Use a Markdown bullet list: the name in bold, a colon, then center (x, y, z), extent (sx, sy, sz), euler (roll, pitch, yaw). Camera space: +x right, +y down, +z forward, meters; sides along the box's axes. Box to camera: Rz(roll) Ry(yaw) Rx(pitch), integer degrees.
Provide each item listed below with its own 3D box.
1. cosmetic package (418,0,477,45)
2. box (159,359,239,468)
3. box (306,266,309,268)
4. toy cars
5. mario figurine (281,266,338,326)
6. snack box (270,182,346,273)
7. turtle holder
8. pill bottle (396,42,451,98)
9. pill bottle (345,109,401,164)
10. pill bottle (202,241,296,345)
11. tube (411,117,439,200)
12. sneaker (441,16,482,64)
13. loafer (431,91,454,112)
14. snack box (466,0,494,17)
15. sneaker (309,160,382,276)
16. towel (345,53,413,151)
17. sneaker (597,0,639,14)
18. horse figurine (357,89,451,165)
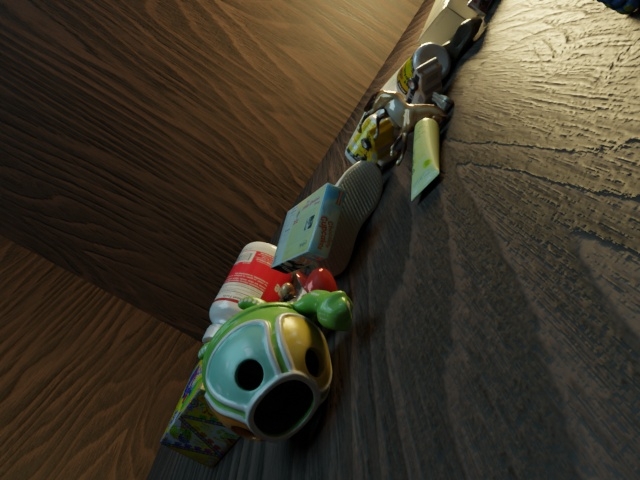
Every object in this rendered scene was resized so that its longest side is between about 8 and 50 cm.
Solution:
- **cosmetic package**: center (0.445, -0.766, 1.646), extent (0.160, 0.113, 0.309), euler (-44, 17, 54)
- **box**: center (-0.295, 0.451, 1.478), extent (0.279, 0.177, 0.290), euler (-52, 12, 27)
- **box**: center (0.000, 0.000, 1.705), extent (0.183, 0.056, 0.231), euler (-58, 11, 5)
- **toy cars**: center (0.240, -0.339, 1.445), extent (0.176, 0.087, 0.393), euler (-13, -32, -55)
- **mario figurine**: center (-0.087, 0.190, 1.175), extent (0.320, 0.170, 0.198), euler (-55, 26, 6)
- **snack box**: center (-0.041, -0.022, 1.346), extent (0.322, 0.060, 0.187), euler (-25, 47, 66)
- **turtle holder**: center (-0.069, 0.246, 0.964), extent (0.320, 0.243, 0.227), euler (-22, 22, -12)
- **pill bottle**: center (0.308, -0.514, 1.535), extent (0.117, 0.117, 0.215), euler (-60, 7, -8)
- **pill bottle**: center (0.183, -0.338, 1.629), extent (0.208, 0.119, 0.119), euler (-55, 11, 24)
- **pill bottle**: center (-0.260, 0.224, 1.812), extent (0.229, 0.229, 0.407), euler (-44, 18, 54)
- **tube**: center (0.241, -0.194, 1.131), extent (0.240, 0.062, 0.070), euler (-76, -21, -44)
- **sneaker**: center (0.411, -0.580, 1.461), extent (0.071, 0.066, 0.188), euler (-35, -1, -22)
- **loafer**: center (0.314, -0.363, 1.305), extent (0.039, 0.045, 0.125), euler (-62, 11, 19)
- **snack box**: center (0.501, -0.750, 1.461), extent (0.178, 0.064, 0.022), euler (-60, 9, -6)
- **sneaker**: center (0.052, -0.063, 1.418), extent (0.366, 0.135, 0.150), euler (-62, 16, -18)
- **towel**: center (0.250, -0.492, 1.866), extent (0.320, 0.090, 0.374), euler (-33, 28, 61)
- **sneaker**: center (0.438, -0.391, 0.724), extent (0.078, 0.067, 0.188), euler (-57, 6, 47)
- **horse figurine**: center (0.195, -0.321, 1.306), extent (0.263, 0.066, 0.174), euler (50, 125, 34)
